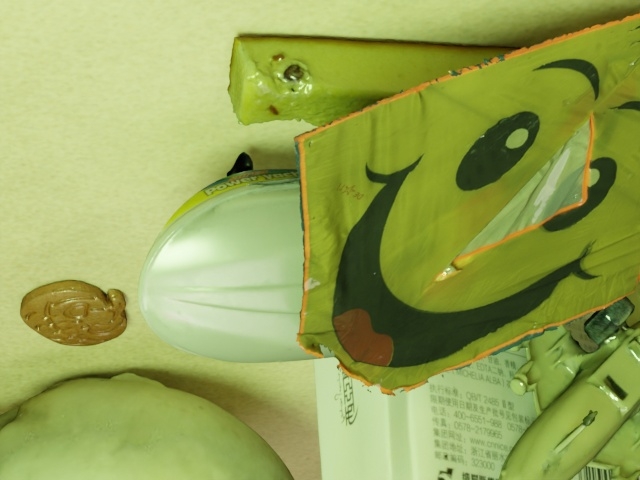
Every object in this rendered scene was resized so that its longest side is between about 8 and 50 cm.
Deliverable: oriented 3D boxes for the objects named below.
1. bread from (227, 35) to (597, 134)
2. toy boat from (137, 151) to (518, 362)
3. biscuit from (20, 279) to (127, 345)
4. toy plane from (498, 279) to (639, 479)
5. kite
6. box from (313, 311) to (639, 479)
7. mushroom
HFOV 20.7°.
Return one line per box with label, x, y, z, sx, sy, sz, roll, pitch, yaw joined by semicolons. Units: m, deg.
bread;0.054;-0.083;1.083;0.226;0.049;0.088;1;148;-12
toy boat;0.007;0.003;1.148;0.269;0.141;0.141;0;150;-16
biscuit;-0.181;0.056;1.316;0.078;0.015;0.091;-19;148;22
toy plane;0.201;0.109;1.241;0.104;0.242;0.256;-48;172;38
kite;0.119;-0.029;1.076;0.327;0.013;0.377;-46;141;15
box;0.134;0.133;1.317;0.274;0.203;0.116;16;148;-34
mushroom;-0.146;0.282;1.432;0.315;0.315;0.356;-18;136;20
